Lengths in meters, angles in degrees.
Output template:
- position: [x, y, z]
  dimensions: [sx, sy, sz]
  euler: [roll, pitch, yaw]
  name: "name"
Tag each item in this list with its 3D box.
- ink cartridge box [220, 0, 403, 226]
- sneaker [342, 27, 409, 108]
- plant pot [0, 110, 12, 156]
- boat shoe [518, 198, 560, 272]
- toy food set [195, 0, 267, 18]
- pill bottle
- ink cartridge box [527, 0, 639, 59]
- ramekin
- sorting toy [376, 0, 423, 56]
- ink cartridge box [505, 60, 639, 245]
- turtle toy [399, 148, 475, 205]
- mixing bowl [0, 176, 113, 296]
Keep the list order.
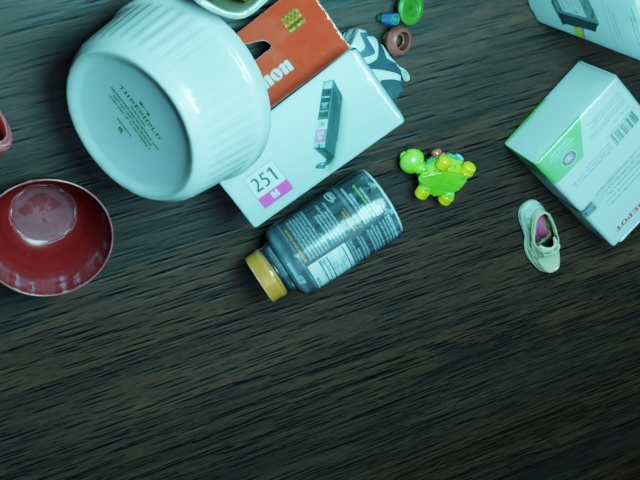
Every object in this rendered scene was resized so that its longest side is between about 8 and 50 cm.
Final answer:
- position: [-0.058, -0.192, 1.203]
  dimensions: [0.275, 0.060, 0.239]
  euler: [-35, 105, 13]
  name: "ink cartridge box"
- position: [0.051, -0.194, 1.304]
  dimensions: [0.153, 0.094, 0.235]
  euler: [29, 92, -22]
  name: "sneaker"
- position: [-0.519, -0.132, 1.053]
  dimensions: [0.174, 0.191, 0.191]
  euler: [-41, 123, 11]
  name: "plant pot"
- position: [0.421, 0.002, 1.575]
  dimensions: [0.063, 0.059, 0.170]
  euler: [-33, 123, -4]
  name: "boat shoe"
- position: [-0.064, -0.422, 1.070]
  dimensions: [0.306, 0.220, 0.092]
  euler: [-43, 123, 3]
  name: "toy food set"
- position: [0.000, 0.000, 1.360]
  dimensions: [0.245, 0.130, 0.130]
  euler: [-32, 123, -4]
  name: "pill bottle"
- position: [0.475, -0.406, 1.248]
  dimensions: [0.226, 0.306, 0.131]
  euler: [-36, 123, -1]
  name: "ink cartridge box"
- position: [-0.211, -0.174, 1.094]
  dimensions: [0.127, 0.272, 0.273]
  euler: [-46, 133, -42]
  name: "ramekin"
- position: [0.118, -0.339, 1.298]
  dimensions: [0.061, 0.042, 0.102]
  euler: [10, 99, -42]
  name: "sorting toy"
- position: [0.497, -0.151, 1.497]
  dimensions: [0.273, 0.115, 0.198]
  euler: [38, 97, -32]
  name: "ink cartridge box"
- position: [0.194, -0.119, 1.417]
  dimensions: [0.130, 0.066, 0.095]
  euler: [13, 133, -25]
  name: "turtle toy"
- position: [-0.396, -0.021, 1.205]
  dimensions: [0.181, 0.098, 0.181]
  euler: [-9, 118, -17]
  name: "mixing bowl"
